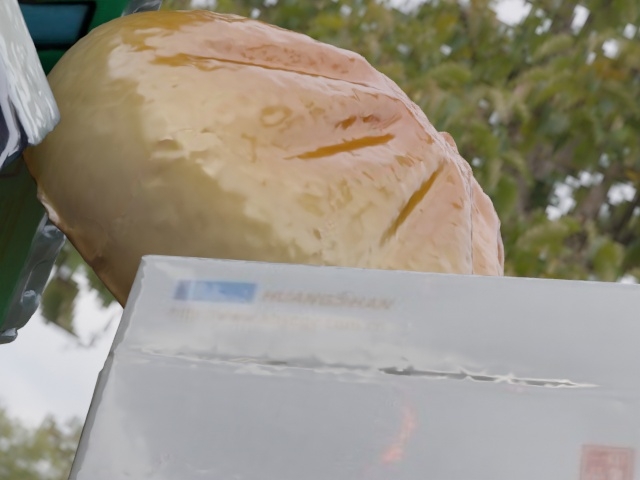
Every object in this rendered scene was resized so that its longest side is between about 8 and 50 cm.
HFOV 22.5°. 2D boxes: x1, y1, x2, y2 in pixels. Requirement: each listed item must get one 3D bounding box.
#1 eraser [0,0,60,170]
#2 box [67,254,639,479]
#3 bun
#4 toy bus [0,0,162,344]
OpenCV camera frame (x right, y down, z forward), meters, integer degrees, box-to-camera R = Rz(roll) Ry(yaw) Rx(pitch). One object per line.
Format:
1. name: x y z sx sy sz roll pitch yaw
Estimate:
1. eraser: -0.189 -0.199 0.430 0.098 0.096 0.404 -82 153 -75
2. box: 0.005 0.113 0.364 0.149 0.233 0.067 5 -38 11
3. bun: 0.000 0.000 0.792 0.299 0.165 0.299 50 3 -4
4. toy bus: -0.229 -0.097 0.890 0.183 0.199 0.344 48 -53 30
